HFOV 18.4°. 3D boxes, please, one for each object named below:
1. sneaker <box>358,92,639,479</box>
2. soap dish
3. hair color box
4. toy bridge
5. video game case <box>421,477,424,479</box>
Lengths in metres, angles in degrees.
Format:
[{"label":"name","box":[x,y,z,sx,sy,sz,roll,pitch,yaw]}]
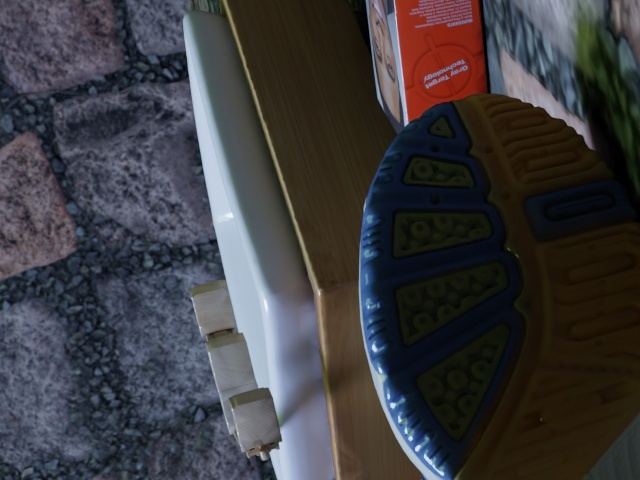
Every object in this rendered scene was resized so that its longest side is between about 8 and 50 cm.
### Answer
[{"label":"sneaker","box":[0.081,0.093,0.731,0.131,0.112,0.296,92,165,-67]},{"label":"soap dish","box":[0.000,0.000,1.241,0.229,0.118,0.291,84,171,-46]},{"label":"hair color box","box":[0.047,-0.117,0.939,0.072,0.043,0.141,-114,13,-58]},{"label":"toy bridge","box":[-0.049,0.087,1.177,0.188,0.026,0.063,-119,15,-66]},{"label":"video game case","box":[0.062,0.125,1.408,0.122,0.011,0.087,98,160,-72]}]
